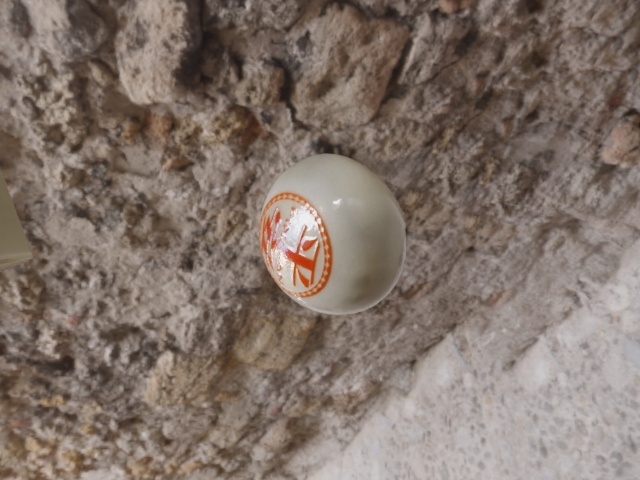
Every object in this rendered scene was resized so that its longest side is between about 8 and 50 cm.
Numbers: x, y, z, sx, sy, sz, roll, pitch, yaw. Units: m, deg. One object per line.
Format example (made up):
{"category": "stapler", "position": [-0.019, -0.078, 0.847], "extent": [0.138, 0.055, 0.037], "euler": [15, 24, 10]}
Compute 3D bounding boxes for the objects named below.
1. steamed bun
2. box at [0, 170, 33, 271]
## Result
{"category": "steamed bun", "position": [0.000, 0.000, 0.776], "extent": [0.232, 0.145, 0.232], "euler": [24, 125, 39]}
{"category": "box", "position": [-0.312, -0.026, 0.332], "extent": [0.095, 0.212, 0.168], "euler": [-10, -101, -78]}
